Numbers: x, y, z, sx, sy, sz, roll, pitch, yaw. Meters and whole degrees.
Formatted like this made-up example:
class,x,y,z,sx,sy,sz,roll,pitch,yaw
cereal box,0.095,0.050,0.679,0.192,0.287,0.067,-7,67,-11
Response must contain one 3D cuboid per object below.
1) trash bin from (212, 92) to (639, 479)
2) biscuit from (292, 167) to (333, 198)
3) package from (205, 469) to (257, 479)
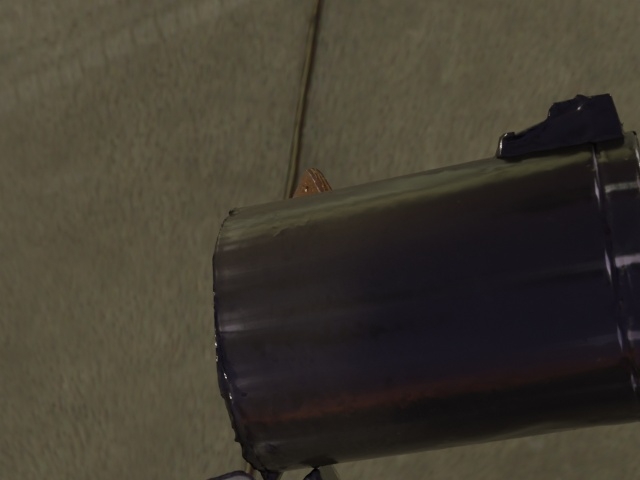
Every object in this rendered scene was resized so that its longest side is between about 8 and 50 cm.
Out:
class,x,y,z,sx,sy,sz,roll,pitch,yaw
trash bin,0.088,0.045,1.114,0.301,0.203,0.252,-11,92,11
biscuit,0.000,0.000,1.413,0.019,0.119,0.130,-8,101,-30
package,-0.129,0.293,1.338,0.232,0.040,0.166,-16,71,-29
